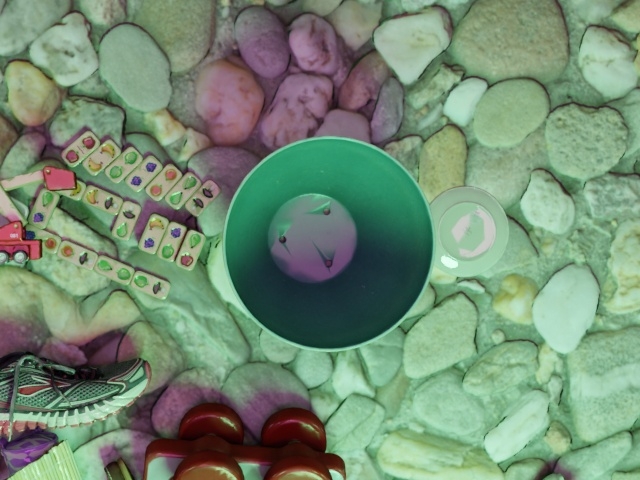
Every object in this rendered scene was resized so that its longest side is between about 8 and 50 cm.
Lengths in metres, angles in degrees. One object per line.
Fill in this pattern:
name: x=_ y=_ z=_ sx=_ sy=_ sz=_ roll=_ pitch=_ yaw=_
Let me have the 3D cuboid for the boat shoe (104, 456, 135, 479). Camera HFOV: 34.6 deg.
boat shoe: x=-0.280 y=0.425 z=1.515 sx=0.073 sy=0.073 sz=0.207 roll=-22 pitch=96 yaw=-11

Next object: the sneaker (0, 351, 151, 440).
sneaker: x=-0.391 y=0.208 z=1.463 sx=0.299 sy=0.121 sz=0.112 roll=-9 pitch=99 yaw=-7

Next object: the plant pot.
plant pot: x=0.000 y=0.000 z=1.472 sx=0.290 sy=0.195 sz=0.290 roll=0 pitch=93 yaw=-8

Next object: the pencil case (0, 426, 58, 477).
pencil case: x=-0.412 y=0.379 z=1.489 sx=0.088 sy=0.086 sz=0.206 roll=-7 pitch=94 yaw=-2

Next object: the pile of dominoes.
pile of dominoes: x=-0.290 y=-0.039 z=1.510 sx=0.251 sy=0.040 sz=0.196 roll=23 pitch=90 yaw=-9

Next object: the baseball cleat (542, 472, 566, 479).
baseball cleat: x=0.406 y=0.459 z=1.622 sx=0.109 sy=0.072 sz=0.206 roll=-44 pitch=93 yaw=10

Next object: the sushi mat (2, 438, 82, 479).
sushi mat: x=-0.367 y=0.452 z=1.458 sx=0.151 sy=0.019 sz=0.316 roll=-34 pitch=115 yaw=-46

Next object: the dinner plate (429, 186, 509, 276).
dinner plate: x=0.226 y=-0.013 z=1.594 sx=0.141 sy=0.017 sz=0.141 roll=0 pitch=92 yaw=-9

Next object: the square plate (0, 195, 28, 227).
square plate: x=-0.646 y=0.023 z=1.460 sx=0.344 sy=0.049 sz=0.347 roll=29 pitch=88 yaw=-8

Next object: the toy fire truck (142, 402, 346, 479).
toy fire truck: x=-0.110 y=0.390 z=1.505 sx=0.302 sy=0.169 sz=0.254 roll=5 pitch=110 yaw=-7

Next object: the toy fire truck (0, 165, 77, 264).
toy fire truck: x=-0.439 y=-0.035 z=1.440 sx=0.192 sy=0.047 sz=0.135 roll=-2 pitch=92 yaw=-9
